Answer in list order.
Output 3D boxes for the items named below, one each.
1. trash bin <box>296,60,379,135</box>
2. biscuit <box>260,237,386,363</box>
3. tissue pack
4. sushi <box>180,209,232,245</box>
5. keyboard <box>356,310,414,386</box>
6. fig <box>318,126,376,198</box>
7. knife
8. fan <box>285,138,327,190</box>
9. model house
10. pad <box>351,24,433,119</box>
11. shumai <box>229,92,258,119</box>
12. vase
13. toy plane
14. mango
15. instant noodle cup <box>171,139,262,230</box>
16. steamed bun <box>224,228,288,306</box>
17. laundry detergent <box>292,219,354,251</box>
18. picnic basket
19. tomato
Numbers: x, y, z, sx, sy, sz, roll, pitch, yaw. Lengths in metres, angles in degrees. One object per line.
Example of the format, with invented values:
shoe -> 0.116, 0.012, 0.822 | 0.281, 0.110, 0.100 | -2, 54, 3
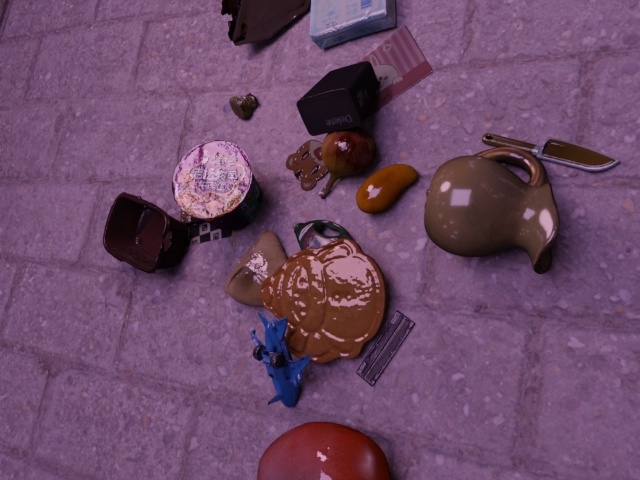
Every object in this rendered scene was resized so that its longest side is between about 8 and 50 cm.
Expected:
trash bin -> 0.059, -0.406, 1.890 | 0.165, 0.115, 0.225 | -9, 30, 29
biscuit -> 0.009, 0.165, 1.774 | 0.351, 0.057, 0.312 | -14, 84, 21
tissue pack -> 0.098, -0.706, 2.049 | 0.263, 0.089, 0.177 | -10, 68, 31
sushi -> -0.385, -0.089, 2.155 | 0.215, 0.050, 0.192 | -13, 68, 27
keyboard -> 0.165, 0.277, 1.726 | 0.064, 0.010, 0.198 | 36, 94, 33
fig -> 0.046, -0.232, 1.893 | 0.231, 0.143, 0.160 | -32, 28, 27
knife -> 0.559, -0.228, 1.648 | 0.343, 0.027, 0.061 | 23, 82, 34
fan -> -0.001, -0.262, 2.004 | 0.227, 0.008, 0.152 | -42, 57, 15
model house -> -0.184, -0.845, 2.219 | 0.317, 0.297, 0.282 | 111, 146, -41
pad -> 0.166, -0.481, 1.981 | 0.300, 0.005, 0.202 | -33, 60, 18
shumai -> -0.246, -0.449, 2.193 | 0.083, 0.082, 0.080 | 44, 61, 5
vase -> 0.426, -0.101, 1.591 | 0.302, 0.240, 0.329 | 13, 57, 22
toy plane -> -0.107, 0.324, 1.764 | 0.254, 0.105, 0.271 | 12, 111, 50
mango -> 0.175, -0.146, 1.818 | 0.184, 0.085, 0.102 | -39, 59, 8
instant noodle cup -> -0.292, -0.149, 2.011 | 0.251, 0.190, 0.251 | -4, 71, 13
steamed bun -> -0.190, 0.106, 1.940 | 0.212, 0.110, 0.231 | -37, 56, 16
laundry detergent -> 0.000, 0.000, 1.889 | 0.137, 0.063, 0.211 | -52, 54, 2
picnic basket -> -0.559, -0.023, 2.174 | 0.297, 0.129, 0.222 | 22, 98, 35
tomato -> -0.006, 0.581, 1.568 | 0.342, 0.273, 0.341 | -10, 70, 28
